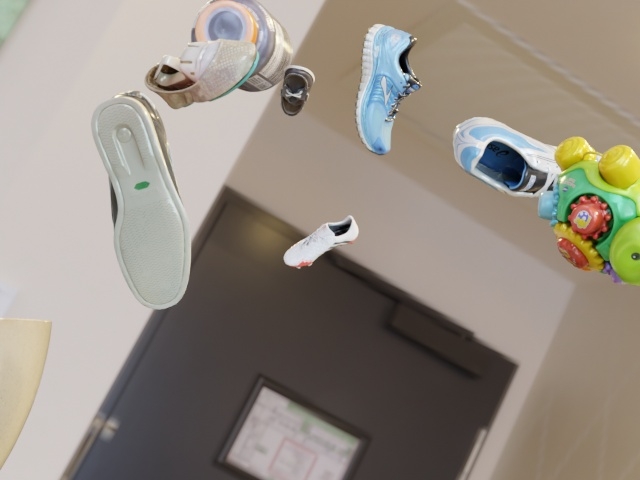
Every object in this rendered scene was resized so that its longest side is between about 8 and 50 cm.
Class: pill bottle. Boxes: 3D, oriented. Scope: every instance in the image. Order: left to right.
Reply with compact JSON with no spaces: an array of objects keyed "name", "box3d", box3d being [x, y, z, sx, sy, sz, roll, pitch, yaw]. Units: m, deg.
[{"name":"pill bottle","box3d":[-0.123,-0.304,1.816,0.130,0.130,0.246,26,4,6]}]

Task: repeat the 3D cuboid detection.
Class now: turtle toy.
[{"name":"turtle toy","box3d":[0.188,-0.009,0.754,0.095,0.066,0.130,49,-8,-23]}]

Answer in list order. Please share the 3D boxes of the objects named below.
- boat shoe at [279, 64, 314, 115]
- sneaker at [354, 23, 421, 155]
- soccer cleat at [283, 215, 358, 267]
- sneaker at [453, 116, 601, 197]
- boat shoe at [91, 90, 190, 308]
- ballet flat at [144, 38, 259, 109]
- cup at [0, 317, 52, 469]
[{"name":"boat shoe","box3d":[-0.038,-0.218,1.732,0.046,0.038,0.125,17,-16,-4]},{"name":"sneaker","box3d":[0.086,-0.184,1.473,0.073,0.162,0.063,9,16,17]},{"name":"soccer cleat","box3d":[0.000,0.000,1.200,0.035,0.083,0.029,84,-20,-56]},{"name":"sneaker","box3d":[0.268,-0.079,1.440,0.237,0.086,0.085,16,-49,-17]},{"name":"boat shoe","box3d":[-0.182,-0.043,1.258,0.084,0.233,0.079,-9,15,3]},{"name":"ballet flat","box3d":[-0.117,-0.155,1.093,0.052,0.057,0.168,29,-20,-25]},{"name":"cup","box3d":[-0.557,0.234,1.718,0.331,0.237,0.331,-2,-5,0]}]
